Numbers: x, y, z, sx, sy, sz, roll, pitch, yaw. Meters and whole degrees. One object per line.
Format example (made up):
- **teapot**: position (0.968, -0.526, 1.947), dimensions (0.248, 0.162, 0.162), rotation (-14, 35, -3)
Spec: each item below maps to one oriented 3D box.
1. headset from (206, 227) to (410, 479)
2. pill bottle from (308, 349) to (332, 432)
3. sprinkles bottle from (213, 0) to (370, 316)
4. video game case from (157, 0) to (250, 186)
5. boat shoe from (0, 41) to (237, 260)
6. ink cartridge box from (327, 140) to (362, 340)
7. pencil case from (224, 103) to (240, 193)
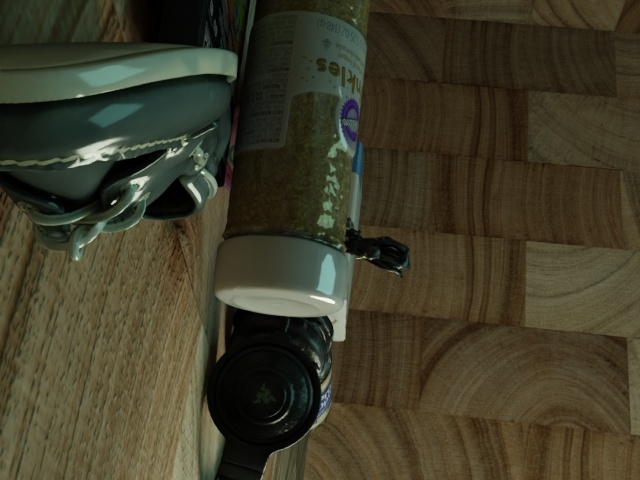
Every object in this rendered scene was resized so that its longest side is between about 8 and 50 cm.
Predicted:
- **headset**: position (-0.030, 0.155, 1.161), dimensions (0.243, 0.185, 0.394), rotation (-76, -178, -67)
- **pill bottle**: position (-0.043, 0.202, 1.485), dimensions (0.219, 0.122, 0.123), rotation (90, 7, -55)
- **sprinkles bottle**: position (-0.021, -0.111, 0.918), dimensions (0.121, 0.121, 0.356), rotation (81, 14, -74)
- **video game case**: position (-0.087, -0.201, 0.793), dimensions (0.275, 0.035, 0.248), rotation (98, -1, -76)
- **boat shoe**: position (-0.096, -0.041, 0.466), dimensions (0.319, 0.116, 0.099), rotation (-93, -175, -83)
- **ink cartridge box**: position (0.000, 0.000, 1.766), dimensions (0.223, 0.129, 0.308), rotation (88, 8, -63)
- **pencil case**: position (-0.043, -0.128, 1.124), dimensions (0.284, 0.124, 0.124), rotation (-71, 166, -69)
